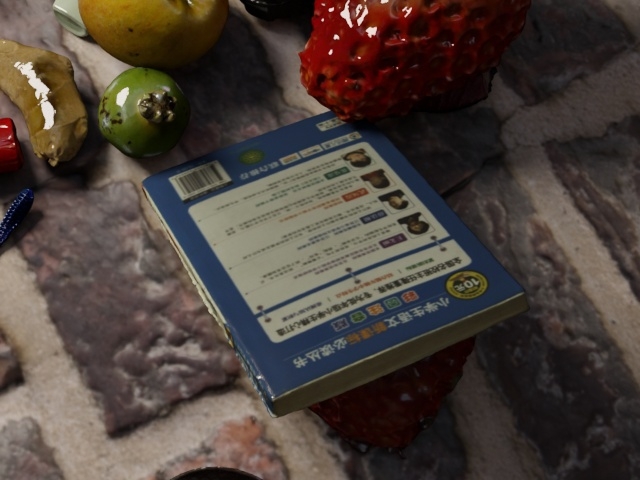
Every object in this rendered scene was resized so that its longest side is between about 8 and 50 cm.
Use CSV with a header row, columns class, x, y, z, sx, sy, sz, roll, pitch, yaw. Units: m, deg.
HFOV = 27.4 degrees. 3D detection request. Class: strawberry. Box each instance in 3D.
class,x,y,z,sx,sy,sz,roll,pitch,yaw
strawberry,0.061,0.079,1.519,0.280,0.150,0.253,40,69,7
strawberry,0.107,-0.296,1.567,0.265,0.149,0.336,39,89,11

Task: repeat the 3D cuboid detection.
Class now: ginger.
class,x,y,z,sx,sy,sz,roll,pitch,yaw
ginger,-0.342,-0.175,1.611,0.095,0.069,0.190,-21,71,-20

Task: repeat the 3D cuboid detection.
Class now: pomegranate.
class,x,y,z,sx,sy,sz,roll,pitch,yaw
pomegranate,-0.208,-0.157,1.584,0.115,0.142,0.114,1,87,-22

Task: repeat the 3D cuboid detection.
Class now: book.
class,x,y,z,sx,sy,sz,roll,pitch,yaw
book,0.000,0.000,1.485,0.300,0.039,0.428,-21,41,-13

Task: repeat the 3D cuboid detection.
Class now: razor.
class,x,y,z,sx,sy,sz,roll,pitch,yaw
razor,-0.389,0.003,1.557,0.044,0.028,0.154,29,69,10

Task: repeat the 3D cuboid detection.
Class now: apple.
class,x,y,z,sx,sy,sz,roll,pitch,yaw
apple,-0.203,-0.296,1.616,0.182,0.155,0.182,-3,94,-36

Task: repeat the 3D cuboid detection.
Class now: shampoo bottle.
class,x,y,z,sx,sy,sz,roll,pitch,yaw
shampoo bottle,-0.264,-0.355,1.702,0.072,0.049,0.212,30,68,5

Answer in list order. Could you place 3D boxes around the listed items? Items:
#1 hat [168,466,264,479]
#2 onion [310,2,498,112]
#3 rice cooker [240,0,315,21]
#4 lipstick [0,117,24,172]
class,x,y,z,sx,sy,sz,roll,pitch,yaw
hat,-0.095,0.323,1.442,0.193,0.082,0.193,3,104,13
onion,0.115,-0.296,1.695,0.248,0.111,0.250,1,70,-8
rice cooker,-0.046,-0.374,1.691,0.142,0.118,0.203,28,65,21
lipstick,-0.497,-0.092,1.560,0.280,0.073,0.073,-12,70,-12
